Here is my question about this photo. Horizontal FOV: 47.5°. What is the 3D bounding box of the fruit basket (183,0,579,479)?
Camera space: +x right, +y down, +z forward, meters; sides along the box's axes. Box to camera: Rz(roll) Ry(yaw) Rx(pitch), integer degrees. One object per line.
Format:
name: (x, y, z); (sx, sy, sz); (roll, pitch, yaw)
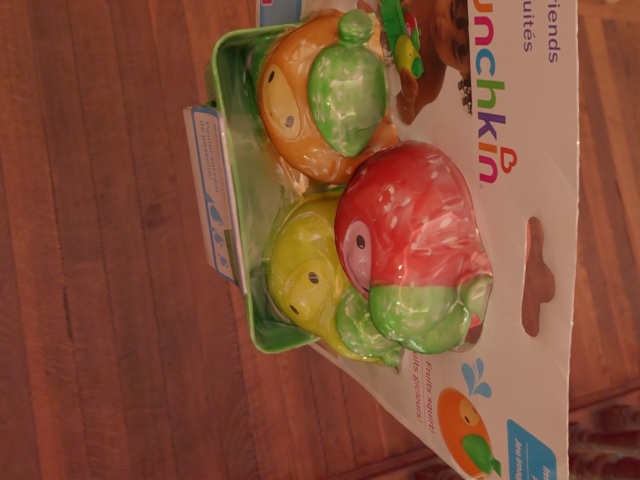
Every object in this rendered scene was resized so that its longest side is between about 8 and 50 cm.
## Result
fruit basket: (0.025, -0.022, 0.466); (0.165, 0.353, 0.327); (-12, 110, -17)
